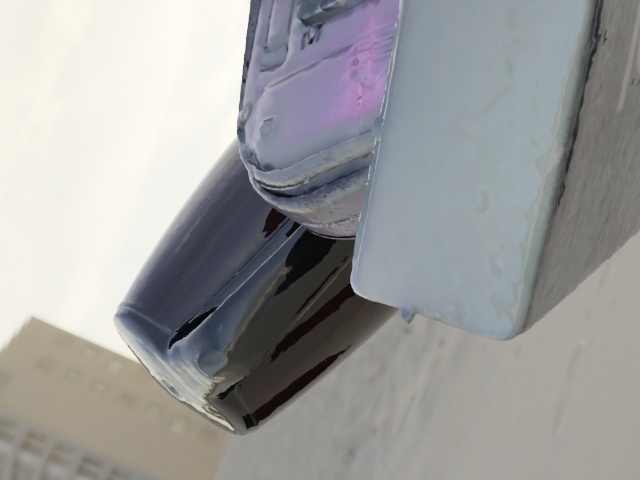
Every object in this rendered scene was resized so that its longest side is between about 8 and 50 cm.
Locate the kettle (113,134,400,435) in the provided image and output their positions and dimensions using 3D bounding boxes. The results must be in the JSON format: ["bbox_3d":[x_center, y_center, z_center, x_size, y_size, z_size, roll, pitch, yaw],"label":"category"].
[{"bbox_3d":[0.000,0.000,0.813,0.232,0.144,0.202,-50,11,-19],"label":"kettle"}]

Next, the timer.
[{"bbox_3d":[0.047,-0.104,0.629,0.208,0.069,0.190,-23,50,41],"label":"timer"}]

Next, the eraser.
[{"bbox_3d":[0.077,-0.046,0.415,0.212,0.046,0.091,-27,-49,-61],"label":"eraser"}]
